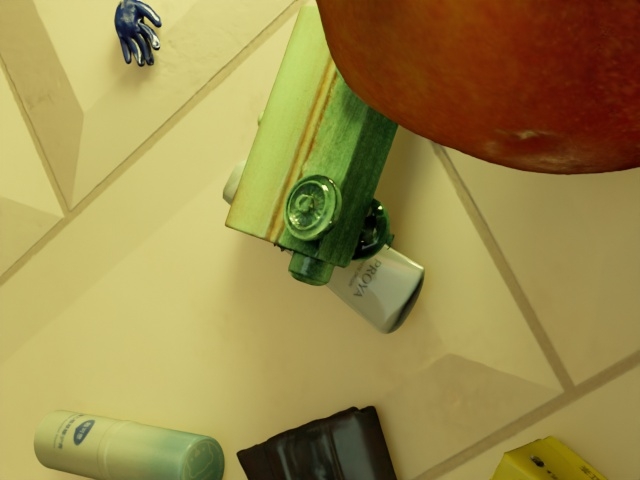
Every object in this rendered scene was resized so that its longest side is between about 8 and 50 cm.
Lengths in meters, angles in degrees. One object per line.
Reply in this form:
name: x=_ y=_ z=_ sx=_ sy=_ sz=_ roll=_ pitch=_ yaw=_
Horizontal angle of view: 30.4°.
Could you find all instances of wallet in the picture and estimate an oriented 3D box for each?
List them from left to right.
wallet: x=0.016 y=0.302 z=1.227 sx=0.182 sy=0.049 sz=0.229 roll=-25 pitch=78 yaw=32

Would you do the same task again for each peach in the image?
peach: x=0.177 y=-0.216 z=0.923 sx=0.406 sy=0.310 sz=0.335 roll=10 pitch=60 yaw=26

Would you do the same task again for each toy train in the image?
toy train: x=0.002 y=-0.103 z=1.161 sx=0.177 sy=0.116 sz=0.285 roll=19 pitch=90 yaw=40

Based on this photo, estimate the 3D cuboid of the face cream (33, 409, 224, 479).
face cream: x=-0.229 y=0.251 z=1.388 sx=0.250 sy=0.077 sz=0.077 roll=2 pitch=93 yaw=37

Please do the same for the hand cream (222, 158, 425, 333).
hand cream: x=0.000 y=0.000 z=1.224 sx=0.255 sy=0.048 sz=0.079 roll=36 pitch=110 yaw=29

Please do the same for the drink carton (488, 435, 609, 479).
drink carton: x=0.169 y=0.367 z=1.077 sx=0.154 sy=0.111 sz=0.351 roll=37 pitch=111 yaw=29

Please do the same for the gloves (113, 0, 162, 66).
gloves: x=-0.214 y=-0.247 z=1.389 sx=0.064 sy=0.026 sz=0.086 roll=-18 pitch=81 yaw=34
